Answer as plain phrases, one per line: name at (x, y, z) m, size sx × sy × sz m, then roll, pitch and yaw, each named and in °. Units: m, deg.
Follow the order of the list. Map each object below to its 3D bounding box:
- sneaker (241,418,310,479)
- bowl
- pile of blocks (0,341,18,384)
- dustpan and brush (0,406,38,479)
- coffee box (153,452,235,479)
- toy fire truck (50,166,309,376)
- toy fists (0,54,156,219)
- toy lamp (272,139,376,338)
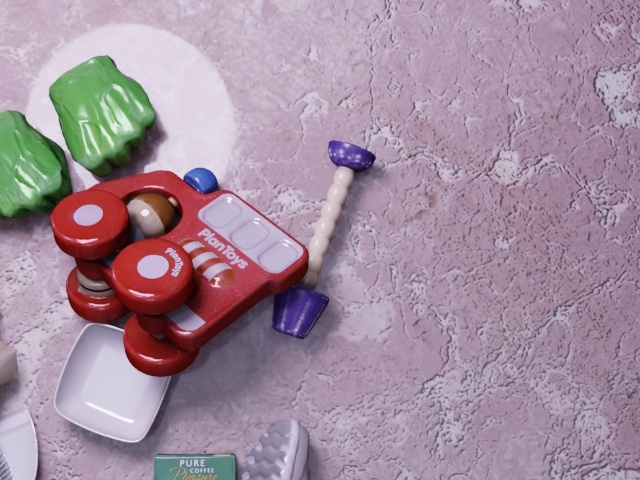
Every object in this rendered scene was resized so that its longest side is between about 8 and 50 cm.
sneaker at (-0.044, 0.383, 1.359) m, size 0.115 × 0.105 × 0.281 m, roll 13°, pitch 77°, yaw -33°
bowl at (-0.279, 0.194, 1.381) m, size 0.142 × 0.053 × 0.142 m, roll 22°, pitch 83°, yaw 1°
pile of blocks at (-0.520, 0.070, 1.380) m, size 0.113 × 0.149 × 0.362 m, roll -27°, pitch 95°, yaw -46°
dustpan and brush at (-0.430, 0.349, 1.356) m, size 0.147 × 0.060 × 0.211 m, roll -22°, pitch 84°, yaw -3°
coffee box at (-0.169, 0.381, 1.367) m, size 0.113 × 0.040 × 0.184 m, roll -2°, pitch 84°, yaw -2°
toy fire truck at (-0.198, 0.013, 1.344) m, size 0.302 × 0.169 × 0.254 m, roll 37°, pitch 56°, yaw 27°
toy fists at (-0.358, -0.128, 1.396) m, size 0.279 × 0.096 × 0.142 m, roll -31°, pitch 70°, yaw -4°
toy lamp at (0.000, 0.000, 1.395) m, size 0.080 × 0.080 × 0.274 m, roll 18°, pitch 84°, yaw 1°
